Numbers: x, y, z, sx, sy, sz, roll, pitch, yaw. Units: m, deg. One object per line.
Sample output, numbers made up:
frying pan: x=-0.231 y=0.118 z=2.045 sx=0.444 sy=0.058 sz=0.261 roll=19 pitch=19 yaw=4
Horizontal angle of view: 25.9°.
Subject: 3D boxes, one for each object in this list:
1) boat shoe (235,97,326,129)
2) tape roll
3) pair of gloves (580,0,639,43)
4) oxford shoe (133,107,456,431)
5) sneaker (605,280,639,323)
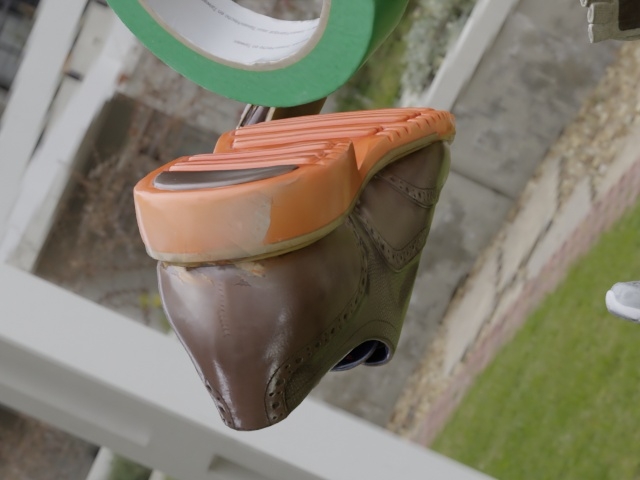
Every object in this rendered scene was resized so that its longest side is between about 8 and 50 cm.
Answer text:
boat shoe: x=-0.061 y=-0.129 z=1.545 sx=0.207 sy=0.073 sz=0.073 roll=-58 pitch=-39 yaw=-8
tape roll: x=-0.075 y=-0.268 z=1.216 sx=0.077 sy=0.321 sz=0.321 roll=-50 pitch=-4 yaw=-38
pair of gloves: x=0.372 y=-0.349 z=1.598 sx=0.042 sy=0.204 sz=0.240 roll=32 pitch=137 yaw=51
oxford shoe: x=0.000 y=0.000 z=0.793 sx=0.364 sy=0.130 sz=0.132 roll=-32 pitch=-64 yaw=-66
sneaker: x=0.447 y=0.041 z=1.531 sx=0.105 sy=0.281 sz=0.115 roll=-167 pitch=73 yaw=-80
